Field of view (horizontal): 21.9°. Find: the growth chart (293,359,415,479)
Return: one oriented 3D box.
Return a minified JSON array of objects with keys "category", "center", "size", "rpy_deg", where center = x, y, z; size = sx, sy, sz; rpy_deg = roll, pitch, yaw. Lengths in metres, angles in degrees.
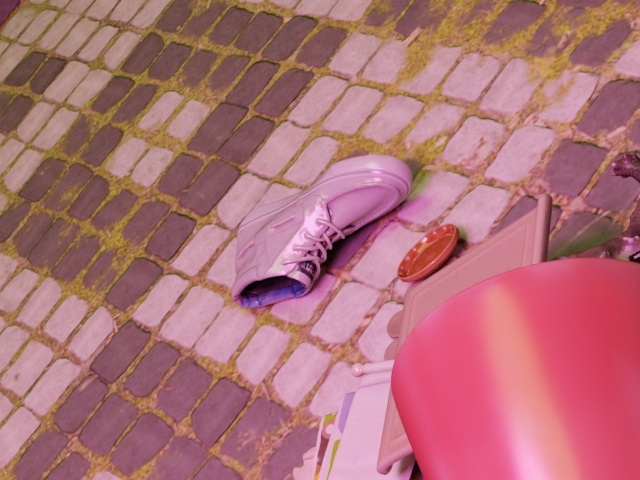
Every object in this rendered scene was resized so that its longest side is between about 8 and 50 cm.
[{"category":"growth chart","center":[0.044,0.214,1.656],"size":[0.172,0.021,0.237],"rpy_deg":[-5,54,45]}]

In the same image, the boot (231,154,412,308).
[{"category":"boot","center":[0.000,0.000,1.901],"size":[0.258,0.095,0.123],"rpy_deg":[-27,43,40]}]

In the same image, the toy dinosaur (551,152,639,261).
[{"category":"toy dinosaur","center":[0.364,-0.026,1.527],"size":[0.313,0.121,0.160],"rpy_deg":[-26,50,20]}]

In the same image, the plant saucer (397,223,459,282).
[{"category":"plant saucer","center":[0.118,0.015,1.793],"size":[0.083,0.013,0.083],"rpy_deg":[-40,16,14]}]

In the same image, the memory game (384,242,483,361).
[{"category":"memory game","center":[0.143,0.079,1.716],"size":[0.186,0.012,0.186],"rpy_deg":[-29,36,24]}]

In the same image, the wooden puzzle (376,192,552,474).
[{"category":"wooden puzzle","center":[0.143,0.093,1.571],"size":[0.239,0.044,0.221],"rpy_deg":[-42,26,42]}]

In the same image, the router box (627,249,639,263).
[{"category":"router box","center":[0.374,0.024,1.414],"size":[0.179,0.133,0.046],"rpy_deg":[-30,37,22]}]

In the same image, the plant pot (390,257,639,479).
[{"category":"plant pot","center":[0.210,0.188,1.323],"size":[0.275,0.275,0.243],"rpy_deg":[-30,44,22]}]
